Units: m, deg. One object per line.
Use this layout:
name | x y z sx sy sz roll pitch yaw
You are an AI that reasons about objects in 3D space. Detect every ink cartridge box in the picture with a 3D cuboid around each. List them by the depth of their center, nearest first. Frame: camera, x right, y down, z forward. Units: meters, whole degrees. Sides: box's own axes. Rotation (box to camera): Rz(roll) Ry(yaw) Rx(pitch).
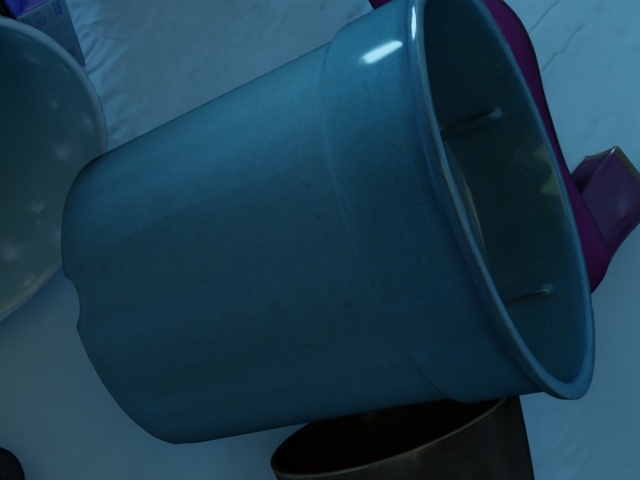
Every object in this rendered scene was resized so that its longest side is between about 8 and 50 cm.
ink cartridge box | -0.252 -0.208 1.244 0.046 0.207 0.097 -31 85 -9

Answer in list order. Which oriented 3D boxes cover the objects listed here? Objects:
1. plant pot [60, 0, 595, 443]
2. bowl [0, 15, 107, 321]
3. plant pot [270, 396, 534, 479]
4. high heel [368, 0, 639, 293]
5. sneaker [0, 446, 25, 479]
plant pot | 0.000 0.000 1.148 0.334 0.341 0.341 -17 82 21
bowl | -0.349 -0.074 1.187 0.311 0.311 0.163 -42 49 -9
plant pot | 0.097 0.253 1.216 0.215 0.215 0.230 -21 98 -7
high heel | 0.126 -0.100 1.292 0.377 0.127 0.181 45 70 0
sneaker | -0.458 0.116 1.186 0.483 0.185 0.202 24 64 -12
